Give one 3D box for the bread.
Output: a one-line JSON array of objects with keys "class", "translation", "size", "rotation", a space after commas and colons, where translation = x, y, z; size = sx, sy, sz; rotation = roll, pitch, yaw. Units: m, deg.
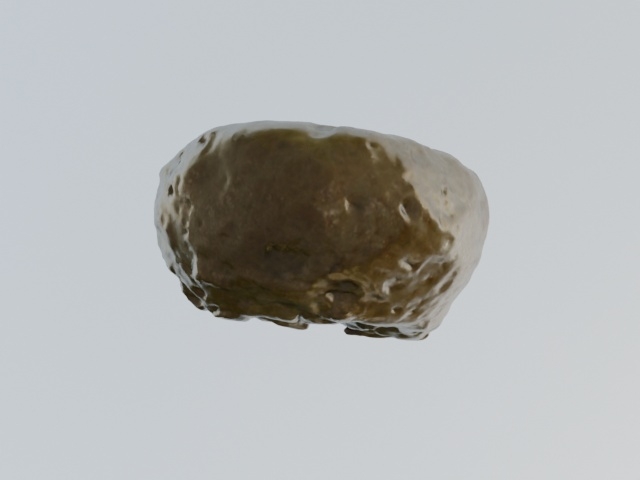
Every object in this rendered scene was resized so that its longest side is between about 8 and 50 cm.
[{"class": "bread", "translation": [0.000, 0.000, 0.895], "size": [0.229, 0.230, 0.123], "rotation": [0, -102, 23]}]
